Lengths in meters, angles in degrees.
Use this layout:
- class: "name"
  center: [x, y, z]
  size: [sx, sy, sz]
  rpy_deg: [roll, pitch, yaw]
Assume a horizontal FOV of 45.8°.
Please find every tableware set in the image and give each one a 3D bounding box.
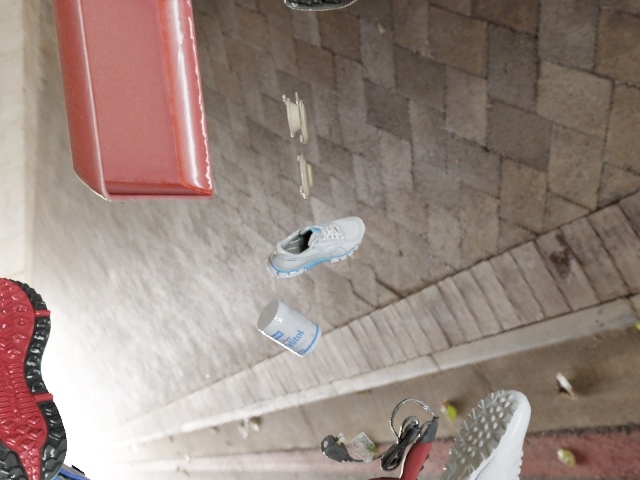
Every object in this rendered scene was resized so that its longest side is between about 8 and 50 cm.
- class: "tableware set"
  center: [-0.029, -0.132, 1.088]
  size: [0.141, 0.020, 0.168]
  rpy_deg: [5, -101, -85]

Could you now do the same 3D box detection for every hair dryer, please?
- class: "hair dryer"
  center: [0.158, 0.431, 1.369]
  size: [0.224, 0.080, 0.293]
  rpy_deg: [-29, 115, 24]

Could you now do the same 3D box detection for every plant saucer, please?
- class: "plant saucer"
  center: [-0.189, -0.166, 0.768]
  size: [0.259, 0.048, 0.258]
  rpy_deg: [-14, -83, -76]

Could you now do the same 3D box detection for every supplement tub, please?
- class: "supplement tub"
  center: [-0.058, 0.165, 1.422]
  size: [0.107, 0.071, 0.071]
  rpy_deg: [34, 164, -24]

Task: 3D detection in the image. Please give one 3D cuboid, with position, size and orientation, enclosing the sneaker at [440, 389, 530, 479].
- class: "sneaker"
  center: [0.228, 0.312, 1.020]
  size: [0.095, 0.235, 0.090]
  rpy_deg: [24, -173, -15]

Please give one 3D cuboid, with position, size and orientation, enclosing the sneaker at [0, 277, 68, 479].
- class: "sneaker"
  center: [-0.342, 0.159, 0.796]
  size: [0.125, 0.104, 0.261]
  rpy_deg: [-56, 43, 38]

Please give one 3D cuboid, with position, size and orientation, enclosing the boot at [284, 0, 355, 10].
- class: "boot"
  center: [0.000, -0.315, 0.713]
  size: [0.190, 0.076, 0.208]
  rpy_deg: [0, 82, 57]

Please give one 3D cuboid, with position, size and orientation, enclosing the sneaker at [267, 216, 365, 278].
- class: "sneaker"
  center: [0.000, 0.000, 1.298]
  size: [0.071, 0.191, 0.083]
  rpy_deg: [54, 155, 23]

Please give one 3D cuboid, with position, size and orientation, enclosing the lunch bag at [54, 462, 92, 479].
- class: "lunch bag"
  center: [-0.414, 0.369, 1.120]
  size: [0.176, 0.090, 0.219]
  rpy_deg: [16, 158, 37]
